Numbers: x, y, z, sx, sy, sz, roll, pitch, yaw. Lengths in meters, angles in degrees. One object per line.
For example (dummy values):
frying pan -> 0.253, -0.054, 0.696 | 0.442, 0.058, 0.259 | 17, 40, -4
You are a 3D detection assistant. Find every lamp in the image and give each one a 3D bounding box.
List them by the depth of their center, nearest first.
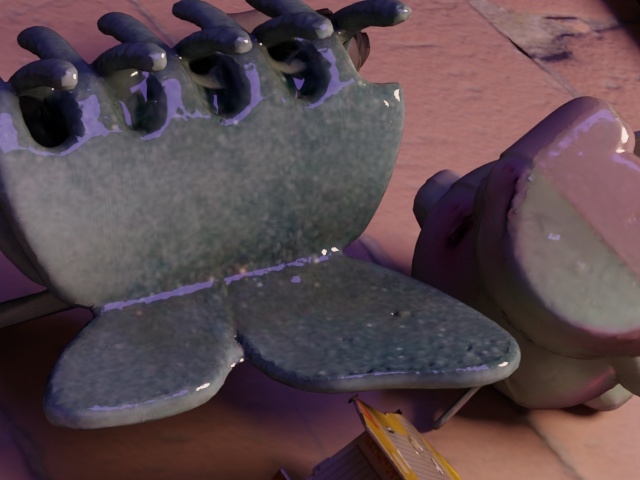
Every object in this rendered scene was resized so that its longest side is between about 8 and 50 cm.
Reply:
lamp -> 0.166, 0.040, 1.335 | 0.247, 0.301, 0.247 | 45, 79, 2

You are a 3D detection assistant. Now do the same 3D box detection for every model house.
model house -> 0.051, 0.233, 1.171 | 0.219, 0.136, 0.207 | 55, 6, 17

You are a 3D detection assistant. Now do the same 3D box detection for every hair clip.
hair clip -> -0.091, -0.037, 1.214 | 0.318, 0.238, 0.392 | -12, 18, -23

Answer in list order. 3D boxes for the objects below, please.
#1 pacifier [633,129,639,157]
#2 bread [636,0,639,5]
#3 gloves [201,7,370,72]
pacifier -> 0.399, -0.009, 1.608 | 0.287, 0.238, 0.225 | 11, 67, 14
bread -> 0.475, -0.211, 1.897 | 0.165, 0.113, 0.416 | 1, 46, -33
gloves -> -0.049, -0.154, 1.579 | 0.119, 0.142, 0.285 | 12, 27, 36
